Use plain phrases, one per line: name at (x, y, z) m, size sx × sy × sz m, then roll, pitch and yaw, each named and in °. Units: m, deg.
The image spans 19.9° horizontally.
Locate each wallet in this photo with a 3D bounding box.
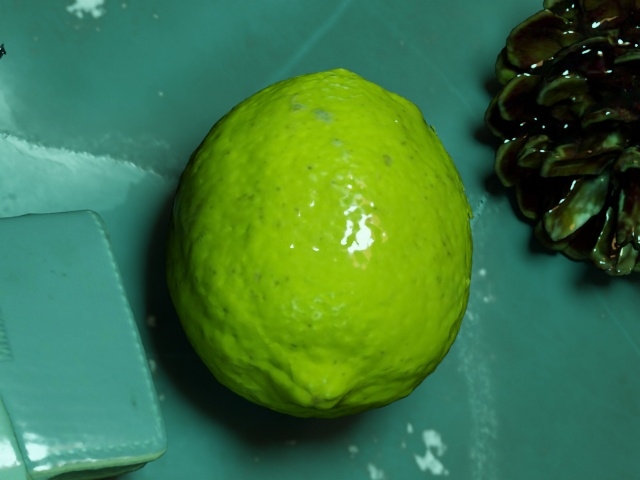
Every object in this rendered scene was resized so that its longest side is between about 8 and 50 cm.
wallet at (-0.297, 0.093, 1.359) m, size 0.360 × 0.083 × 0.252 m, roll -7°, pitch 60°, yaw -29°

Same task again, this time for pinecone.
pinecone at (0.302, -0.110, 1.682) m, size 0.298 × 0.242 × 0.296 m, roll 26°, pitch 58°, yaw -23°

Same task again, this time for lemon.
lemon at (0.000, 0.000, 1.475) m, size 0.253 × 0.253 × 0.310 m, roll 15°, pitch 57°, yaw -23°

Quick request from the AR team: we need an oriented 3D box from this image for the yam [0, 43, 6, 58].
yam at (-0.376, -0.191, 1.418) m, size 0.280 × 0.131 × 0.131 m, roll 44°, pitch 57°, yaw -6°
